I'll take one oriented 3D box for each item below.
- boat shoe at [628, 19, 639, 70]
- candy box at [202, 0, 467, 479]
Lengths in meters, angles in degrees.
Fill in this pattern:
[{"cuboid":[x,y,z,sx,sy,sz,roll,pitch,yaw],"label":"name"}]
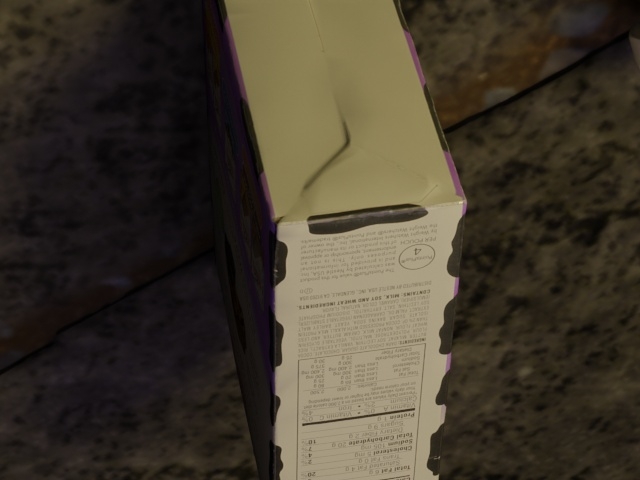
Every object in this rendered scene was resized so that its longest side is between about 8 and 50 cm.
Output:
[{"cuboid":[0.231,-0.069,0.740,0.219,0.078,0.070,-3,112,25],"label":"boat shoe"},{"cuboid":[0.000,0.000,0.743,0.070,0.165,0.196,-7,137,-8],"label":"candy box"}]
